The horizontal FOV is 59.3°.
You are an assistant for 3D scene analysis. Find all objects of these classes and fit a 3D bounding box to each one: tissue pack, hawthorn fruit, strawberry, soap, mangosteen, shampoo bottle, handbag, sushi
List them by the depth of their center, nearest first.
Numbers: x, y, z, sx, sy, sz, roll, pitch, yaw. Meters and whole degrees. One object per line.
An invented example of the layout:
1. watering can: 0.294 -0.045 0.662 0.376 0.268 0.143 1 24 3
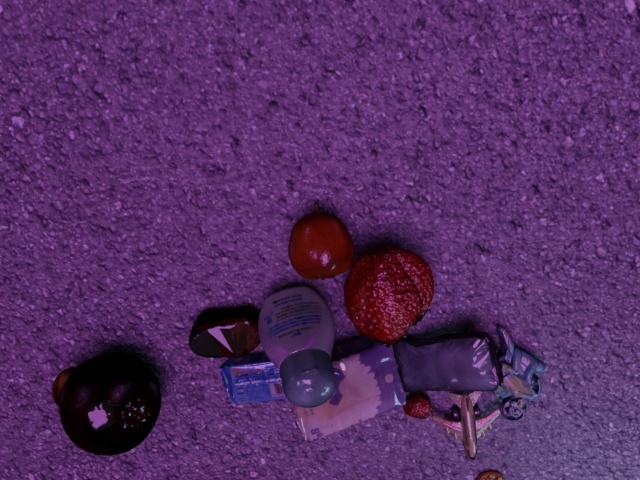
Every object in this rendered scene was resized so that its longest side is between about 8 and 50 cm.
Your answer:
1. shampoo bottle: -0.054 0.303 1.583 0.222 0.349 0.151 -15 136 -4
2. strawberry: 0.180 0.138 1.583 0.239 0.250 0.288 10 139 36
3. hawthorn fruit: 0.000 0.000 1.590 0.197 0.196 0.225 -7 85 4
4. handbag: 0.369 0.374 1.695 0.332 0.075 0.191 -11 105 30
5. tissue pack: 0.067 0.441 1.709 0.344 0.125 0.242 -19 107 -10
6. sushi: -0.288 0.280 1.716 0.225 0.126 0.136 -11 107 0
7. mangosteen: -0.662 0.498 1.729 0.347 0.307 0.306 -4 112 36
8. soap: -0.160 0.431 1.782 0.294 0.077 0.156 -7 107 3
9. strawberry: 0.312 0.530 1.800 0.096 0.083 0.083 -26 106 21

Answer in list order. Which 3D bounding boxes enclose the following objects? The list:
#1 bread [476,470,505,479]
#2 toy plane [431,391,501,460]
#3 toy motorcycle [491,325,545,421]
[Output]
1. bread: 0.584 0.835 1.919 0.110 0.024 0.110 0 109 1
2. toy plane: 0.475 0.590 1.805 0.229 0.092 0.244 -8 108 3
3. toy motorcycle: 0.590 0.404 1.729 0.198 0.109 0.296 -34 98 0
